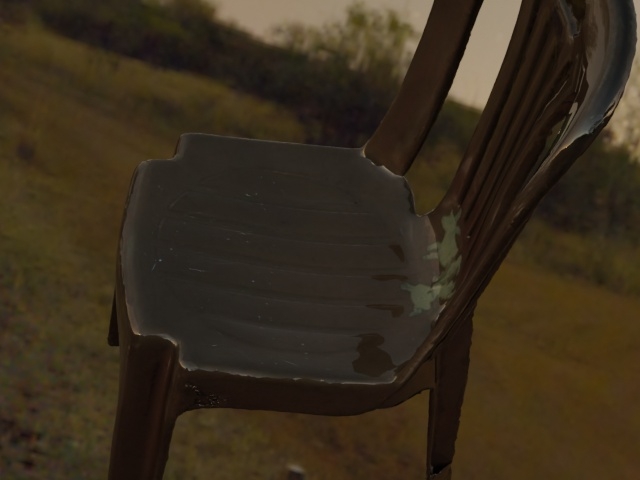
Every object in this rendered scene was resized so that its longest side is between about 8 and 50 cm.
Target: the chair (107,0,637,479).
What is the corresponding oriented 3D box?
[{"bbox_3d":[0.000,0.000,0.623,0.183,0.326,0.175,3,43,-9],"label":"chair"}]
